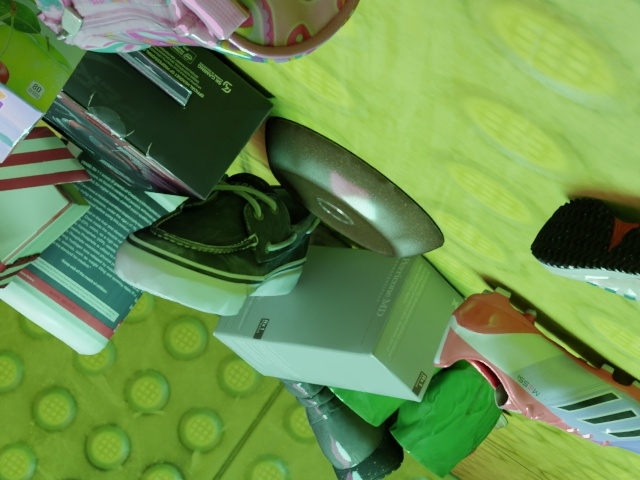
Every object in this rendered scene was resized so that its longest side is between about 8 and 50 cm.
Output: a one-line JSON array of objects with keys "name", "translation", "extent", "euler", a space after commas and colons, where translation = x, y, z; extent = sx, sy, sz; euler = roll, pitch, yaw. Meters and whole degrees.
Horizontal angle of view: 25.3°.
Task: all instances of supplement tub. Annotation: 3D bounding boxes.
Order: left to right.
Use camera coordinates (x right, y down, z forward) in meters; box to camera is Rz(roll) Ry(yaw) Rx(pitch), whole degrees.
[{"name": "supplement tub", "translation": [-0.269, -0.019, 1.704], "extent": [0.191, 0.272, 0.191], "euler": [34, 171, 6]}]

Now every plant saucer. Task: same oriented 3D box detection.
[{"name": "plant saucer", "translation": [0.022, -0.039, 1.311], "extent": [0.199, 0.036, 0.198], "euler": [35, 170, 7]}]

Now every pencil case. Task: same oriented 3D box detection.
[{"name": "pencil case", "translation": [-0.081, -0.158, 0.808], "extent": [0.124, 0.124, 0.284], "euler": [40, 169, -26]}]

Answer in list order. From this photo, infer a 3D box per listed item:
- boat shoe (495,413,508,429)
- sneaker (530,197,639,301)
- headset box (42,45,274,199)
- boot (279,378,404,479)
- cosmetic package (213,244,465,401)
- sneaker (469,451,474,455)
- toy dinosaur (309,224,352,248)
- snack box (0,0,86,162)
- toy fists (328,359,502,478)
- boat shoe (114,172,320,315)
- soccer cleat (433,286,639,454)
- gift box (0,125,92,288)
[{"name": "boat shoe", "translation": [0.192, 0.225, 2.007], "extent": [0.153, 0.048, 0.056], "euler": [33, 171, 11]}, {"name": "sneaker", "translation": [0.199, 0.021, 0.901], "extent": [0.075, 0.057, 0.161], "euler": [46, 164, -25]}, {"name": "headset box", "translation": [-0.185, -0.143, 1.278], "extent": [0.218, 0.110, 0.293], "euler": [38, 171, -18]}, {"name": "boot", "translation": [0.015, 0.167, 1.834], "extent": [0.222, 0.118, 0.338], "euler": [57, -178, -10]}, {"name": "cosmetic package", "translation": [0.018, 0.081, 1.495], "extent": [0.238, 0.127, 0.107], "euler": [0, 147, 45]}, {"name": "sneaker", "translation": [0.178, 0.262, 2.208], "extent": [0.221, 0.087, 0.128], "euler": [44, -174, 33]}, {"name": "toy dinosaur", "translation": [0.000, 0.000, 1.599], "extent": [0.093, 0.053, 0.183], "euler": [22, 175, -28]}, {"name": "snack box", "translation": [-0.236, -0.182, 0.993], "extent": [0.174, 0.207, 0.070], "euler": [37, 131, -16]}, {"name": "toy fists", "translation": [0.118, 0.165, 1.691], "extent": [0.279, 0.142, 0.096], "euler": [43, -174, -38]}, {"name": "boat shoe", "translation": [-0.090, -0.010, 1.343], "extent": [0.121, 0.119, 0.335], "euler": [24, -170, 13]}, {"name": "soccer cleat", "translation": [0.220, 0.142, 1.328], "extent": [0.248, 0.095, 0.083], "euler": [36, 171, -6]}, {"name": "gift box", "translation": [-0.373, -0.038, 1.435], "extent": [0.276, 0.255, 0.258], "euler": [43, 178, -2]}]
